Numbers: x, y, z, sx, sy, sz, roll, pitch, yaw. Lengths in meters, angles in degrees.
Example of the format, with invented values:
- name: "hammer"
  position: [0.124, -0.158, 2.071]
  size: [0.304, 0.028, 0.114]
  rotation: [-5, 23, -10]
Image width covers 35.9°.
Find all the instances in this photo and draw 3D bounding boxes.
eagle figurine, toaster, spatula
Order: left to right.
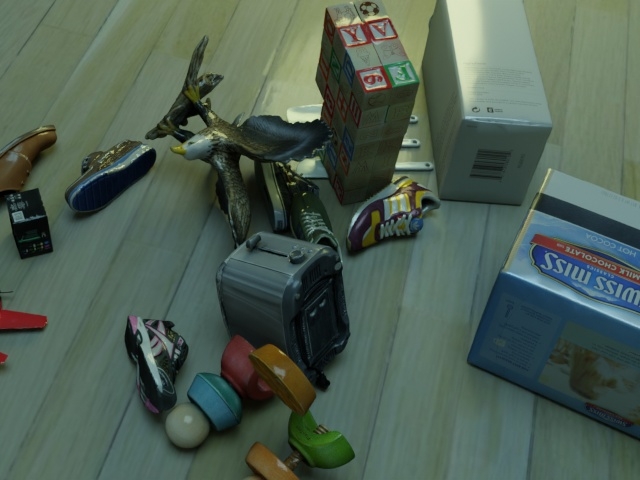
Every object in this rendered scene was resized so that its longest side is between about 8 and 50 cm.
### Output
- name: "eagle figurine"
  position: [-0.134, -0.126, 1.513]
  size: [0.298, 0.226, 0.225]
  rotation: [40, 58, 23]
- name: "toaster"
  position: [-0.051, 0.093, 1.367]
  size: [0.146, 0.227, 0.129]
  rotation: [21, 47, 32]
- name: "spatula"
  position: [0.068, -0.175, 1.721]
  size: [0.242, 0.019, 0.168]
  rotation: [-2, 49, -10]

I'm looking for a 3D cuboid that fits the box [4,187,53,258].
- name: "box"
  position: [-0.436, -0.025, 1.479]
  size: [0.052, 0.083, 0.062]
  rotation: [-15, 54, -18]

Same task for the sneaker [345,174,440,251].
- name: "sneaker"
  position: [0.117, -0.035, 1.575]
  size: [0.084, 0.069, 0.185]
  rotation: [31, 53, 24]

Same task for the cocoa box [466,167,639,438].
- name: "cocoa box"
  position: [0.419, 0.102, 1.394]
  size: [0.347, 0.231, 0.228]
  rotation: [23, 52, 12]

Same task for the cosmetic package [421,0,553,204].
- name: "cosmetic package"
  position: [0.275, -0.261, 1.709]
  size: [0.155, 0.197, 0.365]
  rotation: [4, 51, -5]

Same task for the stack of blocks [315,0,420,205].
- name: "stack of blocks"
  position: [0.060, -0.210, 1.551]
  size: [0.087, 0.297, 0.171]
  rotation: [-14, 61, -15]

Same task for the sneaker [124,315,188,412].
- name: "sneaker"
  position: [-0.214, 0.158, 1.351]
  size: [0.077, 0.072, 0.178]
  rotation: [-3, 37, -21]

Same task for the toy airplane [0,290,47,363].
- name: "toy airplane"
  position: [-0.465, 0.127, 1.382]
  size: [0.151, 0.028, 0.151]
  rotation: [3, 49, -3]

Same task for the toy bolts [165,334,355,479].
- name: "toy bolts"
  position: [-0.104, 0.228, 1.255]
  size: [0.158, 0.218, 0.228]
  rotation: [-41, 45, -17]

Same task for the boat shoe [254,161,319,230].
- name: "boat shoe"
  position: [-0.055, -0.096, 1.611]
  size: [0.083, 0.065, 0.183]
  rotation: [-7, 58, -15]

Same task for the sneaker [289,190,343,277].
- name: "sneaker"
  position: [0.000, 0.000, 1.488]
  size: [0.064, 0.086, 0.192]
  rotation: [-4, 67, -16]

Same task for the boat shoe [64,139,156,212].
- name: "boat shoe"
  position: [-0.347, -0.106, 1.580]
  size: [0.066, 0.066, 0.183]
  rotation: [29, 42, 22]

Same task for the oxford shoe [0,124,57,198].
- name: "oxford shoe"
  position: [-0.490, -0.112, 1.570]
  size: [0.076, 0.076, 0.212]
  rotation: [49, 52, -6]
